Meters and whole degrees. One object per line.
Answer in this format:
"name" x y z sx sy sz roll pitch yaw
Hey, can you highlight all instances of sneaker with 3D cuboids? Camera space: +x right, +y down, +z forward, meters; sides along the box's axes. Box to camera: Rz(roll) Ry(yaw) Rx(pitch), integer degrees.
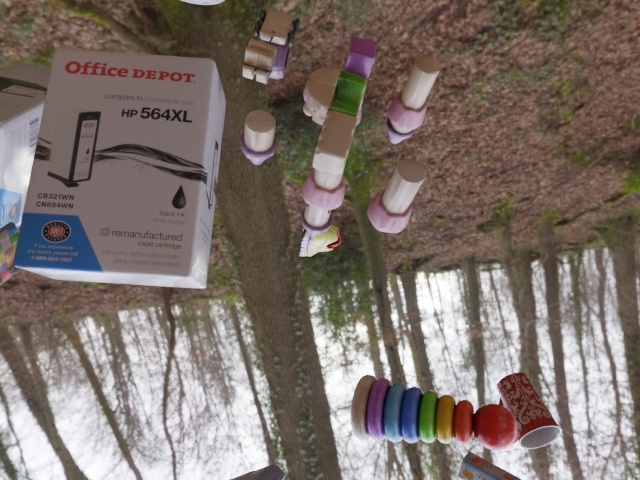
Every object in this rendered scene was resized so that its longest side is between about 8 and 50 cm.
"sneaker" 0.000 0.000 1.220 0.094 0.081 0.208 9 172 -3

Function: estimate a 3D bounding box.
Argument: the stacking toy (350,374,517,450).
"stacking toy" 0.237 0.374 1.076 0.330 0.141 0.141 3 -158 23

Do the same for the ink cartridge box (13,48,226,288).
"ink cartridge box" -0.174 -0.064 0.475 0.148 0.203 0.086 3 168 -2

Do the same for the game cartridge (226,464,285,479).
"game cartridge" -0.188 0.487 0.795 0.196 0.060 0.294 -45 179 41

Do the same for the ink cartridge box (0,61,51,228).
"ink cartridge box" -0.550 -0.166 0.908 0.129 0.223 0.307 17 -153 -9

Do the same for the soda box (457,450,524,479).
"soda box" 0.486 0.675 1.444 0.183 0.063 0.058 21 -163 30

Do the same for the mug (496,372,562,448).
"mug" 0.532 0.456 1.374 0.150 0.113 0.169 -20 -138 6

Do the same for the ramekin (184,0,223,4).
"ramekin" -0.268 -0.582 1.066 0.207 0.109 0.207 8 179 0

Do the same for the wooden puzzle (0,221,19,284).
"wooden puzzle" -0.287 0.016 0.457 0.006 0.049 0.083 17 -141 11

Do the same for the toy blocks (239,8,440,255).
"toy blocks" 0.009 -0.159 0.855 0.309 0.260 0.288 16 -120 -2
